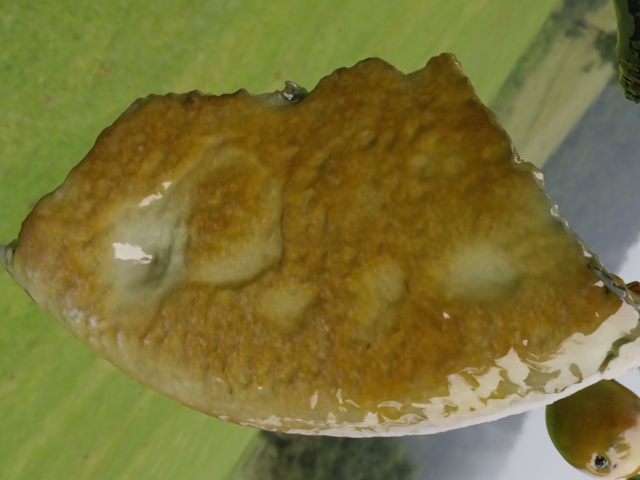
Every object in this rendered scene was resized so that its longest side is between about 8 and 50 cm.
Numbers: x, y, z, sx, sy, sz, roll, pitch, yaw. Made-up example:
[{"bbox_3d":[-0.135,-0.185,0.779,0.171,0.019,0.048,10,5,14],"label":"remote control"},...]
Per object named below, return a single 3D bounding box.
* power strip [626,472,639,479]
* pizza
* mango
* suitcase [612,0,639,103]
[{"bbox_3d":[0.393,0.375,1.440,0.137,0.044,0.216,171,-83,-68],"label":"power strip"},{"bbox_3d":[-0.003,0.006,0.469,0.056,0.271,0.134,4,81,-66],"label":"pizza"},{"bbox_3d":[0.298,0.197,1.388,0.163,0.111,0.090,-138,-139,-57],"label":"mango"},{"bbox_3d":[0.334,-0.125,0.533,0.283,0.434,0.194,-27,123,-20],"label":"suitcase"}]
